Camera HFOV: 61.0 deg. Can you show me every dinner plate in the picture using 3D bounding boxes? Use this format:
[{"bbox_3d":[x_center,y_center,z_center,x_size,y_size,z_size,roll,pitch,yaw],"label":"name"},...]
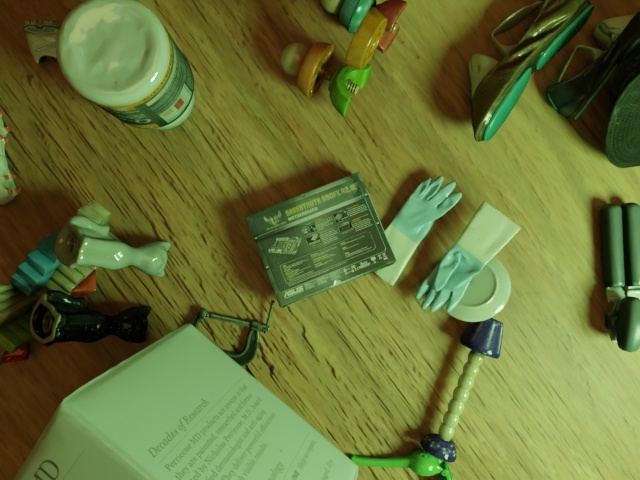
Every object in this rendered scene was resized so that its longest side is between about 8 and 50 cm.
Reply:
[{"bbox_3d":[0.284,0.082,1.023,0.141,0.017,0.141,-6,68,14],"label":"dinner plate"}]

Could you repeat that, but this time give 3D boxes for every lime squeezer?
[{"bbox_3d":[0.212,0.469,1.034,0.310,0.059,0.110,33,89,-3],"label":"lime squeezer"}]

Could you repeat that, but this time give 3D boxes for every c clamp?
[{"bbox_3d":[-0.175,0.170,1.039,0.161,0.022,0.137,7,95,-3],"label":"c clamp"}]

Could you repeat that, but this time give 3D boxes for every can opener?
[{"bbox_3d":[0.586,0.067,1.030,0.074,0.093,0.280,-3,86,-1],"label":"can opener"}]

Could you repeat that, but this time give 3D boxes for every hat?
[{"bbox_3d":[0.636,-0.287,0.989,0.332,0.331,0.134,-22,49,-2],"label":"hat"}]

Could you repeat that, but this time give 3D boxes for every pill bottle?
[{"bbox_3d":[-0.300,-0.273,0.899,0.162,0.278,0.162,0,90,-2],"label":"pill bottle"}]

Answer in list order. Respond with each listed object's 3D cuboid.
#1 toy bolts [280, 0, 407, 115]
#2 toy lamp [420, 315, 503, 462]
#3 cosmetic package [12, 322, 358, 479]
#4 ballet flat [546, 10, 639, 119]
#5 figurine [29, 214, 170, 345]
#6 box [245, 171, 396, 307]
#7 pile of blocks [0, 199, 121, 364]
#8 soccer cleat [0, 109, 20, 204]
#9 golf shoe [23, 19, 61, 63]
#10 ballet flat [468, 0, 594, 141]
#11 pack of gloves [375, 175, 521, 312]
[{"bbox_3d":[0.037,-0.379,0.962,0.159,0.218,0.228,30,71,4],"label":"toy bolts"},{"bbox_3d":[0.271,0.273,1.025,0.080,0.080,0.274,23,91,-2],"label":"toy lamp"},{"bbox_3d":[-0.213,0.408,0.830,0.394,0.327,0.329,38,107,6],"label":"cosmetic package"},{"bbox_3d":[0.538,-0.356,1.022,0.280,0.095,0.096,-45,79,-1],"label":"ballet flat"},{"bbox_3d":[-0.366,0.081,0.957,0.092,0.209,0.214,18,90,37],"label":"figurine"},{"bbox_3d":[0.000,0.000,1.011,0.231,0.056,0.183,-22,82,-2],"label":"box"},{"bbox_3d":[-0.484,0.099,0.962,0.113,0.149,0.362,39,89,-1],"label":"pile of blocks"},{"bbox_3d":[-0.614,-0.161,0.998,0.076,0.068,0.196,-9,94,1],"label":"soccer cleat"},{"bbox_3d":[-0.453,-0.363,1.011,0.176,0.069,0.085,3,110,1],"label":"golf shoe"},{"bbox_3d":[0.359,-0.340,1.014,0.124,0.116,0.342,38,89,18],"label":"ballet flat"},{"bbox_3d":[0.223,0.008,1.032,0.195,0.046,0.232,39,97,12],"label":"pack of gloves"}]
